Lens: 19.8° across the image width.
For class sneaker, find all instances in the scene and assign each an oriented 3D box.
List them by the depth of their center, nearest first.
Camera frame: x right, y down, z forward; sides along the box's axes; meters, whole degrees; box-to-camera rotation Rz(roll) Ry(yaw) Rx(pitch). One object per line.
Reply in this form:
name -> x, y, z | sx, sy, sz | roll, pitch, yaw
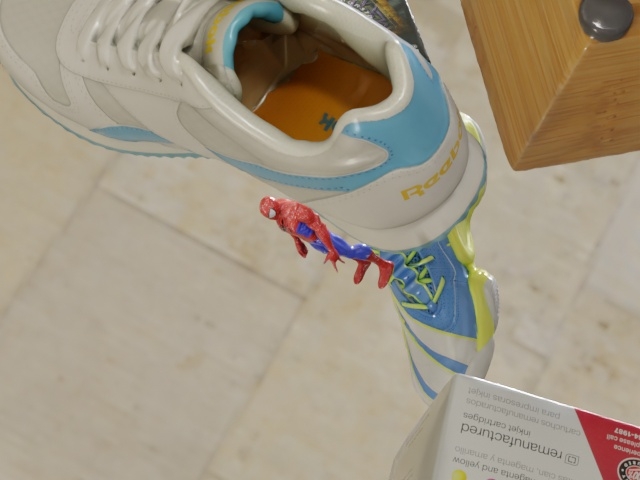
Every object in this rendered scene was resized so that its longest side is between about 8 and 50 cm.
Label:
sneaker -> -0.043, -0.075, 0.731 | 0.087, 0.228, 0.092 | -61, -28, -17
sneaker -> 0.057, 0.005, 1.340 | 0.091, 0.126, 0.240 | -35, 48, 47

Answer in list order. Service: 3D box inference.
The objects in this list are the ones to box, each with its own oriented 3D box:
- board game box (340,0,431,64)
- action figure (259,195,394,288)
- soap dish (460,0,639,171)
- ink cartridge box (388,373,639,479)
board game box -> -0.013, -0.177, 1.529 | 0.026, 0.186, 0.126 | 101, 160, -46
action figure -> 0.000, 0.000, 1.178 | 0.038, 0.115, 0.030 | 16, 75, 48
soap dish -> 0.167, -0.193, 0.892 | 0.118, 0.229, 0.291 | 114, 144, -69
ink cartridge box -> 0.091, 0.180, 0.889 | 0.127, 0.128, 0.176 | 116, 169, -61
